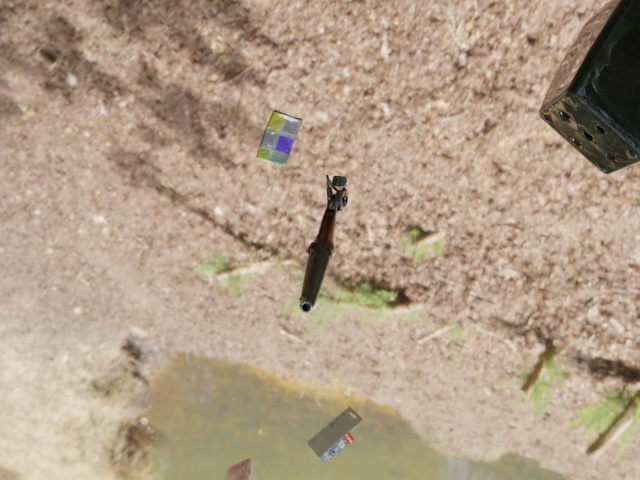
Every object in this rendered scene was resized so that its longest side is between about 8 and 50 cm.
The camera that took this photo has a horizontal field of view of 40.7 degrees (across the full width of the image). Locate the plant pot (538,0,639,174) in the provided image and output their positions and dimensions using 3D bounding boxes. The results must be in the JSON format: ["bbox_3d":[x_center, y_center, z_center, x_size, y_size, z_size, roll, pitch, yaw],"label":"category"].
[{"bbox_3d":[0.397,-0.194,1.111,0.187,0.167,0.188,41,173,0],"label":"plant pot"}]

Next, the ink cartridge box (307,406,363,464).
[{"bbox_3d":[0.035,0.393,1.741,0.029,0.115,0.063,58,167,-27],"label":"ink cartridge box"}]

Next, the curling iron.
[{"bbox_3d":[0.000,0.000,1.099,0.035,0.274,0.068,5,126,9],"label":"curling iron"}]

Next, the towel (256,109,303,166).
[{"bbox_3d":[-0.064,-0.160,1.351,0.060,0.083,0.009,16,-169,-39],"label":"towel"}]

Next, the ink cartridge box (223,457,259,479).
[{"bbox_3d":[-0.107,0.591,1.647,0.186,0.065,0.311,164,83,-88],"label":"ink cartridge box"}]
